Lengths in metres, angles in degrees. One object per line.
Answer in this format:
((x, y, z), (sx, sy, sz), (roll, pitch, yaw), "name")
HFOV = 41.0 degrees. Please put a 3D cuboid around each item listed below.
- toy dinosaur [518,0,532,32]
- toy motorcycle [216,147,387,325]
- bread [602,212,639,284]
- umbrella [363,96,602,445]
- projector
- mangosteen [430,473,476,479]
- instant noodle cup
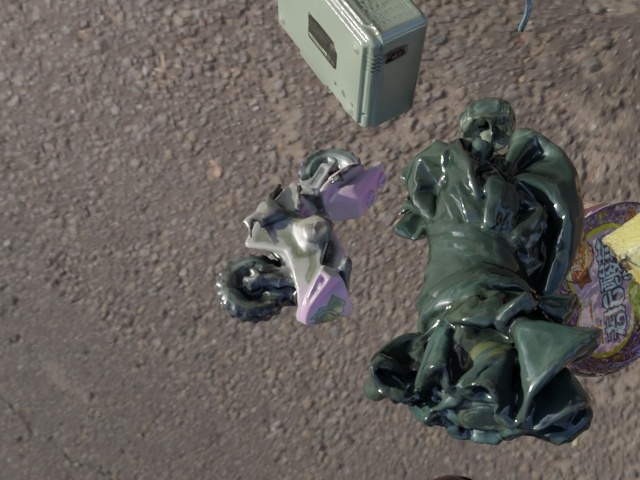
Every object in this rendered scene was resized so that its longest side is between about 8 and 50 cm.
((0.139, -0.272, 0.767), (0.080, 0.045, 0.197), (-47, 65, 38), "toy dinosaur")
((0.000, 0.000, 1.212), (0.188, 0.327, 0.143), (21, 146, 20), "toy motorcycle")
((0.449, 0.000, 1.084), (0.147, 0.152, 0.127), (-36, 108, 13), "bread")
((0.120, -0.008, 0.632), (0.143, 0.349, 0.094), (6, 133, 8), "umbrella")
((0.032, -0.304, 1.195), (0.099, 0.192, 0.257), (-28, 64, -15), "projector")
((0.151, 0.330, 0.934), (0.140, 0.140, 0.140), (6, 106, 20), "mangosteen")
((0.481, 0.057, 1.648), (0.339, 0.266, 0.340), (-7, 108, -21), "instant noodle cup")
